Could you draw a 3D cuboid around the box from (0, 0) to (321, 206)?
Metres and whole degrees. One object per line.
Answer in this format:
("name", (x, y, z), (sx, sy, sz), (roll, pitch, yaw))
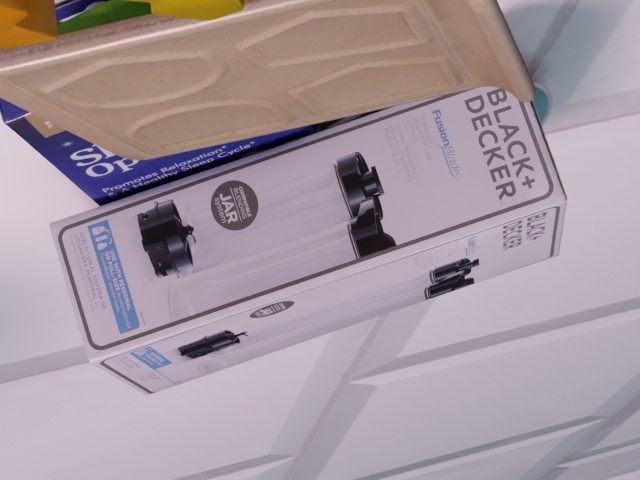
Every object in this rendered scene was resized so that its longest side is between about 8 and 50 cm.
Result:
("box", (-0.087, -0.075, 0.925), (0.136, 0.037, 0.225), (-20, 161, 6))

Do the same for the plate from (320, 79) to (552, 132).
("plate", (0.057, -0.067, 1.101), (0.188, 0.024, 0.188), (-17, 162, -5))

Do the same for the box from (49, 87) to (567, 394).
("box", (0.000, 0.000, 1.043), (0.289, 0.087, 0.169), (-19, 167, 1))

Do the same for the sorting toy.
("sorting toy", (-0.037, -0.088, 0.716), (0.229, 0.041, 0.307), (-7, 172, 11))
